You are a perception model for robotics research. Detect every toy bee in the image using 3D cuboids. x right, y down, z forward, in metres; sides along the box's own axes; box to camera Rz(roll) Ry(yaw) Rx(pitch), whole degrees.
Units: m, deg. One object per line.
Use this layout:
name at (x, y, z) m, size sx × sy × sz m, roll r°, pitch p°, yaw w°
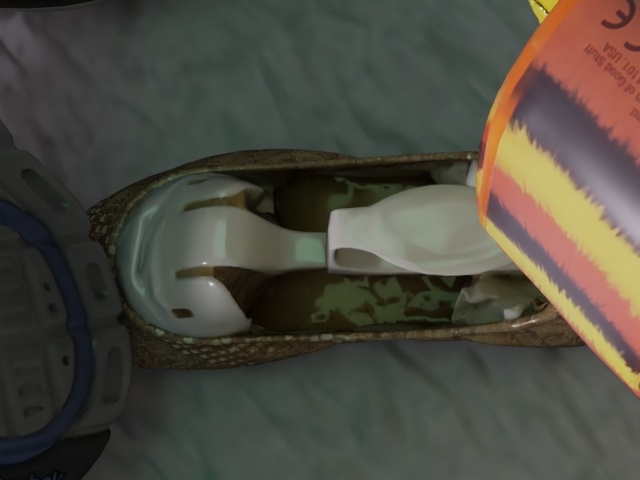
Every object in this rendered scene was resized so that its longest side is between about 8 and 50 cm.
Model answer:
toy bee at (0.142, -0.007, 0.469) m, size 0.162 × 0.298 × 0.195 m, roll -62°, pitch 38°, yaw 38°

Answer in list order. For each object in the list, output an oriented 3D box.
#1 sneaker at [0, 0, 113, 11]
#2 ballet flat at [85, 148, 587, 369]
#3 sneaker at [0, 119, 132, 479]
sneaker at (-0.044, -0.162, 0.626) m, size 0.290 × 0.106 × 0.123 m, roll -13°, pitch 38°, yaw 24°
ballet flat at (0.000, 0.000, 0.570) m, size 0.206 × 0.067 × 0.073 m, roll -6°, pitch 77°, yaw 18°
sneaker at (-0.155, -0.057, 0.568) m, size 0.129 × 0.111 × 0.297 m, roll -4°, pitch 99°, yaw 45°
